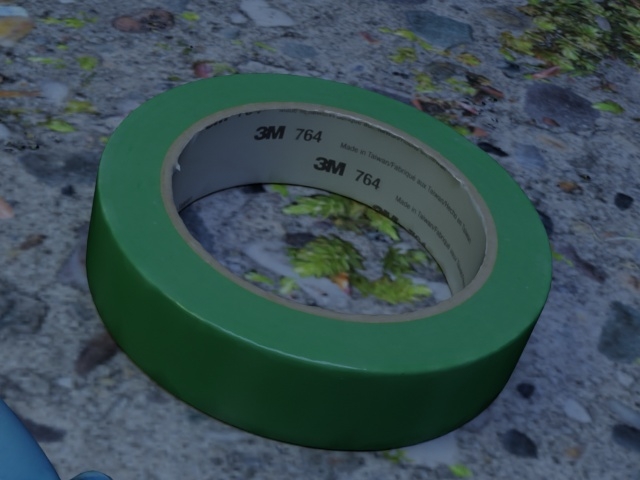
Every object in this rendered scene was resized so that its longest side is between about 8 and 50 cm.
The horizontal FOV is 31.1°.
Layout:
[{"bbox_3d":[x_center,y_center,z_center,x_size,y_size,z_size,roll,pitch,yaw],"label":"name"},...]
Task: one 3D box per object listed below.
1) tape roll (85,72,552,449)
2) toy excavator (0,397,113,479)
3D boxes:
[{"bbox_3d":[0.000,0.000,0.815,0.321,0.077,0.321,10,39,-8],"label":"tape roll"},{"bbox_3d":[-0.240,0.115,0.440,0.222,0.433,0.445,-28,84,-42],"label":"toy excavator"}]
